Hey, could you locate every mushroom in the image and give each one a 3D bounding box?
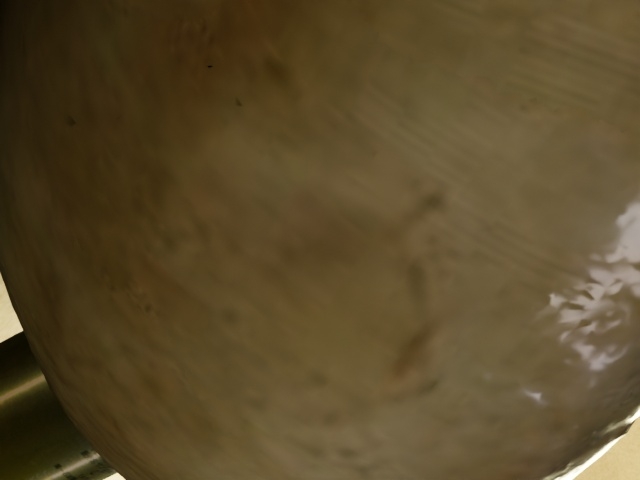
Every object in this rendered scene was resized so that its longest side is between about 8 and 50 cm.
[{"bbox_3d":[0.044,-0.077,0.554,0.352,0.260,0.352,-162,-90,-75],"label":"mushroom"}]

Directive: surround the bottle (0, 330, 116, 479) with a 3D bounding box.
[{"bbox_3d":[-0.071,0.052,0.887,0.286,0.082,0.082,-26,168,16],"label":"bottle"}]
